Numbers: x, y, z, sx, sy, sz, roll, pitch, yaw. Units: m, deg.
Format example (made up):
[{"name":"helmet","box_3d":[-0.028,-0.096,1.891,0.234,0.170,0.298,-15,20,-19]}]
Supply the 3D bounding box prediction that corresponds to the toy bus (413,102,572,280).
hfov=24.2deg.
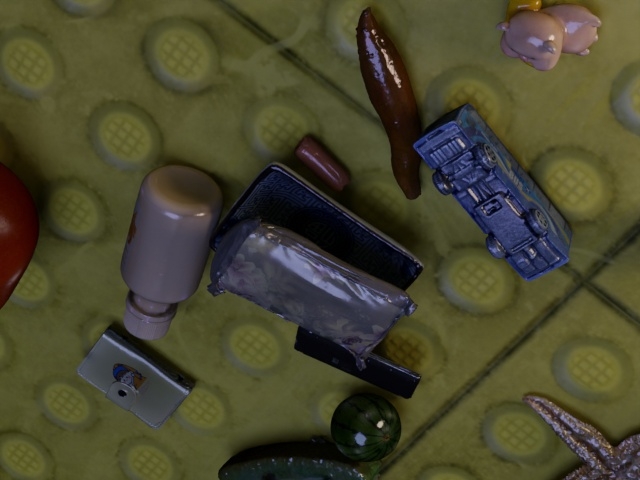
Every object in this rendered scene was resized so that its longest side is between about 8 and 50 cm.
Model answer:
[{"name":"toy bus","box_3d":[0.212,-0.059,1.824,0.079,0.094,0.236,-32,108,26]}]

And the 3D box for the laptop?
[{"name":"laptop","box_3d":[0.049,0.166,2.036,0.180,0.016,0.129,23,163,4]}]

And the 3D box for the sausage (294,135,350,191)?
[{"name":"sausage","box_3d":[0.002,-0.098,1.911,0.083,0.034,0.034,43,125,-11]}]

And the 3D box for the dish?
[{"name":"dish","box_3d":[0.000,0.000,1.944,0.243,0.080,0.182,35,129,-8]}]

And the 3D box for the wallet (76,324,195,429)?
[{"name":"wallet","box_3d":[-0.273,0.202,2.203,0.155,0.039,0.110,37,123,-6]}]

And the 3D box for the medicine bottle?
[{"name":"medicine bottle","box_3d":[-0.211,0.025,2.019,0.114,0.114,0.252,23,126,5]}]

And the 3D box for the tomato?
[{"name":"tomato","box_3d":[-0.524,-0.030,2.030,0.298,0.226,0.299,12,132,14]}]

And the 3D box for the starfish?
[{"name":"starfish","box_3d":[0.379,0.326,2.038,0.295,0.048,0.231,31,127,0]}]

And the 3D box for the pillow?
[{"name":"pillow","box_3d":[-0.015,0.060,1.907,0.255,0.059,0.169,28,131,-5]}]

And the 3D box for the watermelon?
[{"name":"watermelon","box_3d":[0.060,0.259,2.083,0.109,0.109,0.109,9,124,14]}]

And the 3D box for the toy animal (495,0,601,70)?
[{"name":"toy animal","box_3d":[0.257,-0.226,1.707,0.114,0.082,0.091,14,126,10]}]

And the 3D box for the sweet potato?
[{"name":"sweet potato","box_3d":[0.091,-0.164,1.825,0.057,0.057,0.265,-6,120,23]}]

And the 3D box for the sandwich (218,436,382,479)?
[{"name":"sandwich","box_3d":[-0.028,0.445,2.194,0.250,0.162,0.301,2,119,24]}]
